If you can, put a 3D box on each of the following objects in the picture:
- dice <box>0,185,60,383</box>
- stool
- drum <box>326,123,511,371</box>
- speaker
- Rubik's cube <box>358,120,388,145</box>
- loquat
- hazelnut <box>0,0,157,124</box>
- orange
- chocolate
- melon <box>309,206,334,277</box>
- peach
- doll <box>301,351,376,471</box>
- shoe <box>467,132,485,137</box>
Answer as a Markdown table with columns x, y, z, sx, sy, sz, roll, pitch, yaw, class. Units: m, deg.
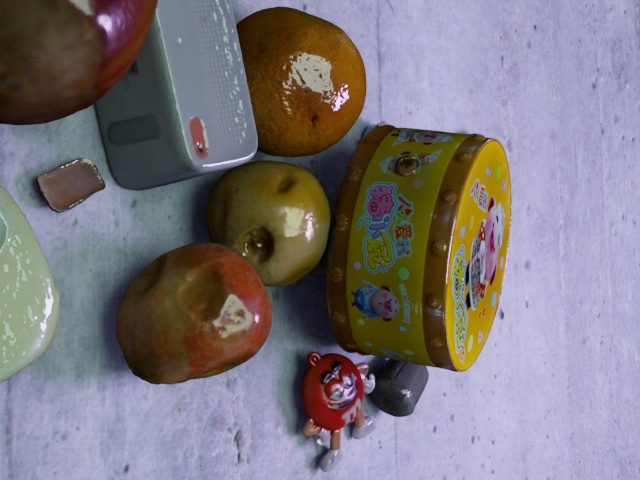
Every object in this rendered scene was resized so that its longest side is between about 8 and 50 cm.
| x | y | z | sx | sy | sz | roll | pitch | yaw | class |
| --- | --- | --- | --- | --- | --- | --- | --- | --- | --- |
| -0.491 | 0.064 | 1.278 | 0.249 | 0.252 | 0.254 | -32 | 110 | -41 | dice |
| 0.150 | 0.269 | 1.990 | 0.096 | 0.096 | 0.110 | 58 | 47 | -24 | stool |
| 0.181 | 0.011 | 1.846 | 0.431 | 0.214 | 0.431 | 9 | 90 | -68 | drum |
| -0.235 | -0.288 | 1.593 | 0.183 | 0.184 | 0.406 | -18 | 99 | -44 | speaker |
| 0.116 | -0.182 | 1.998 | 0.073 | 0.075 | 0.084 | 32 | 67 | -41 | Rubik's cube |
| -0.078 | -0.028 | 1.720 | 0.213 | 0.213 | 0.213 | 4 | 85 | -44 | loquat |
| -0.387 | -0.322 | 1.360 | 0.365 | 0.365 | 0.366 | 4 | 85 | -44 | hazelnut |
| -0.050 | -0.260 | 1.730 | 0.264 | 0.264 | 0.264 | 4 | 85 | -44 | orange |
| -0.370 | -0.081 | 1.556 | 0.100 | 0.031 | 0.065 | -38 | 102 | -39 | chocolate |
| 0.000 | 0.000 | 1.860 | 0.098 | 0.098 | 0.131 | -1 | 88 | -44 | melon |
| -0.197 | 0.122 | 1.598 | 0.235 | 0.214 | 0.214 | -35 | 111 | -28 | peach |
| 0.034 | 0.284 | 1.885 | 0.183 | 0.085 | 0.217 | -35 | 120 | -38 | doll |
| 0.333 | -0.169 | 2.211 | 0.069 | 0.072 | 0.109 | -29 | 68 | -29 | shoe |
